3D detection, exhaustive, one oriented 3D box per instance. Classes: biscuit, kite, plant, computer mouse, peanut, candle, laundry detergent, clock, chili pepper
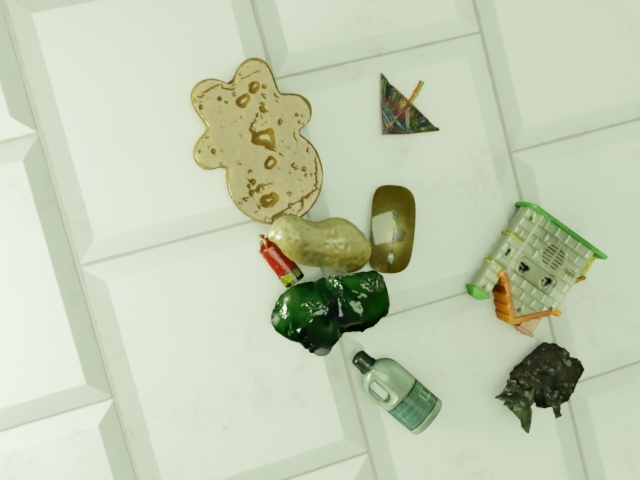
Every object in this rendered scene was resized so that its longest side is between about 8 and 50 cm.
[{"bbox_3d":[-0.129,-0.204,1.800,0.275,0.052,0.354,-30,99,-8],"label":"biscuit"},{"bbox_3d":[0.187,-0.296,1.891,0.190,0.010,0.159,43,81,-12],"label":"kite"},{"bbox_3d":[0.495,0.331,1.914,0.142,0.131,0.203,40,84,-14],"label":"plant"},{"bbox_3d":[0.157,-0.025,1.873,0.102,0.045,0.198,5,89,-10],"label":"computer mouse"},{"bbox_3d":[0.000,0.000,1.789,0.237,0.120,0.110,16,60,-25],"label":"peanut"},{"bbox_3d":[-0.092,0.039,1.814,0.052,0.052,0.130,-38,97,-9],"label":"candle"},{"bbox_3d":[0.161,0.327,1.868,0.226,0.070,0.099,41,89,-11],"label":"laundry detergent"},{"bbox_3d":[0.482,0.074,1.924,0.220,0.106,0.255,35,88,-10],"label":"clock"},{"bbox_3d":[0.025,0.154,1.803,0.265,0.116,0.148,-10,128,-6],"label":"chili pepper"}]
